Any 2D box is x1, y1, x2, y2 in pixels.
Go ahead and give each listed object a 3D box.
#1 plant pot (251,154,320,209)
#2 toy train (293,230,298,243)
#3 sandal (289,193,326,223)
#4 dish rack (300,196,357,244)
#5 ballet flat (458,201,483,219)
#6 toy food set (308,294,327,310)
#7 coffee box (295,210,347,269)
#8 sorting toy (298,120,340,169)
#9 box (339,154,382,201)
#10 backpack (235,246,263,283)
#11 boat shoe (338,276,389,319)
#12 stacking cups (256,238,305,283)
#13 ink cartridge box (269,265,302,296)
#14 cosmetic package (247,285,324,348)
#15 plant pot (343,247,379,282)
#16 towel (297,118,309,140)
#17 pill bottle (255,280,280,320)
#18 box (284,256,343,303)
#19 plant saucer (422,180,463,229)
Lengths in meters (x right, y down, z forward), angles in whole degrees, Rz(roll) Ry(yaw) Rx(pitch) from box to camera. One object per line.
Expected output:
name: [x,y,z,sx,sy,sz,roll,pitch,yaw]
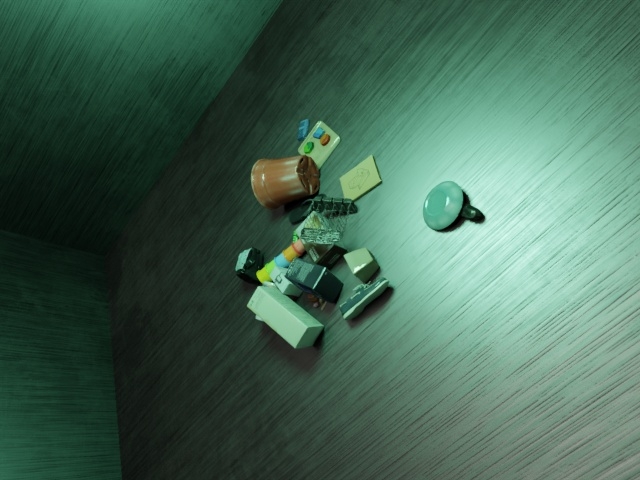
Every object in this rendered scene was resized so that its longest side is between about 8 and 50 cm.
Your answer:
plant pot: [-0.163,-0.309,2.141,0.265,0.272,0.272,-7,68,33]
toy train: [-0.126,-0.012,2.136,0.024,0.017,0.083,-10,66,30]
sandal: [-0.071,-0.156,2.116,0.254,0.054,0.097,-30,54,32]
dish rack: [0.031,-0.084,1.867,0.208,0.074,0.271,5,54,21]
ballet flat: [0.521,-0.116,1.548,0.173,0.049,0.057,44,118,51]
toy food set: [-0.020,0.263,1.913,0.122,0.019,0.078,34,97,46]
coffee box: [0.000,0.000,1.949,0.141,0.098,0.246,-46,47,19]
sorting toy: [-0.044,-0.471,2.234,0.307,0.041,0.229,-52,45,15]
box: [0.183,-0.280,1.949,0.201,0.021,0.164,-34,52,30]
backpack: [-0.375,0.126,2.229,0.115,0.152,0.182,-16,50,29]
boat shoe: [0.172,0.222,1.699,0.254,0.095,0.079,-49,57,29]
stacking cups: [-0.185,0.093,2.091,0.316,0.096,0.096,-44,48,22]
ink cartridge box: [-0.161,0.196,2.013,0.063,0.109,0.150,-58,44,13]
cosmetic package: [-0.155,0.333,1.852,0.309,0.160,0.113,35,98,28]
plant pot: [0.178,0.094,1.741,0.096,0.109,0.109,-36,50,12]
towel: [-0.099,-0.621,2.360,0.067,0.029,0.119,-5,69,43]
pill bottle: [-0.251,0.301,2.053,0.112,0.112,0.186,7,78,45]
box: [-0.030,0.174,1.852,0.207,0.153,0.108,16,70,47]
plant saucer: [0.448,-0.138,1.589,0.195,0.037,0.195,-33,49,49]
